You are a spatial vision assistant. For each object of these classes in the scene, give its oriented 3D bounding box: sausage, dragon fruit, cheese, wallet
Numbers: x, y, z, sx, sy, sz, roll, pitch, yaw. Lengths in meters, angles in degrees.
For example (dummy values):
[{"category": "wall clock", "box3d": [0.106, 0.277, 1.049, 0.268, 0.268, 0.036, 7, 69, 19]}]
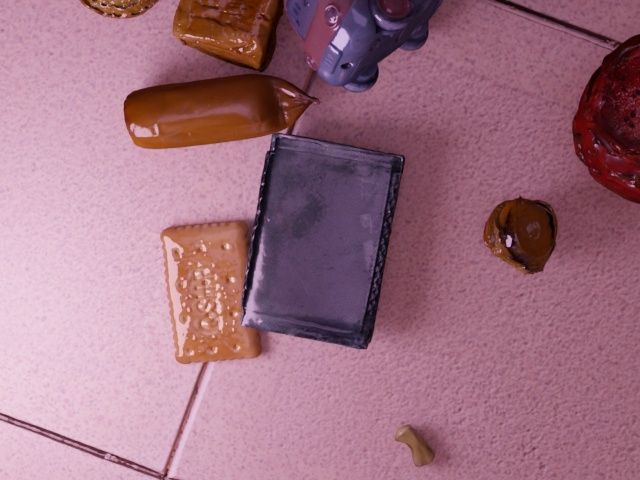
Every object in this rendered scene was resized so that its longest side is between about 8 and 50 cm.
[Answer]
[{"category": "sausage", "box3d": [-0.163, -0.219, 1.496, 0.329, 0.112, 0.112, -6, 97, 2]}, {"category": "dragon fruit", "box3d": [0.540, -0.189, 1.386, 0.296, 0.302, 0.295, 1, 97, 9]}, {"category": "cheese", "box3d": [0.167, 0.368, 1.599, 0.044, 0.030, 0.083, -40, 100, 0]}, {"category": "wallet", "box3d": [0.000, 0.000, 1.534, 0.237, 0.075, 0.341, 10, 96, 2]}]

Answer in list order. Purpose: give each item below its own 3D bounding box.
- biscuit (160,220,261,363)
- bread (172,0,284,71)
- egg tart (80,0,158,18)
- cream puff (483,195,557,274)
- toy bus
[{"category": "biscuit", "box3d": [-0.193, 0.094, 1.575, 0.160, 0.030, 0.249, -4, 97, 2]}, {"category": "bread", "box3d": [-0.143, -0.368, 1.462, 0.158, 0.149, 0.143, 18, 96, 6]}, {"category": "egg tart", "box3d": [-0.337, -0.464, 1.489, 0.191, 0.074, 0.191, 0, 100, 2]}, {"category": "cream puff", "box3d": [0.340, -0.008, 1.509, 0.119, 0.104, 0.133, -35, 104, -26]}, {"category": "toy bus", "box3d": [0.066, -0.397, 1.399, 0.232, 0.197, 0.294, 46, 64, 6]}]
